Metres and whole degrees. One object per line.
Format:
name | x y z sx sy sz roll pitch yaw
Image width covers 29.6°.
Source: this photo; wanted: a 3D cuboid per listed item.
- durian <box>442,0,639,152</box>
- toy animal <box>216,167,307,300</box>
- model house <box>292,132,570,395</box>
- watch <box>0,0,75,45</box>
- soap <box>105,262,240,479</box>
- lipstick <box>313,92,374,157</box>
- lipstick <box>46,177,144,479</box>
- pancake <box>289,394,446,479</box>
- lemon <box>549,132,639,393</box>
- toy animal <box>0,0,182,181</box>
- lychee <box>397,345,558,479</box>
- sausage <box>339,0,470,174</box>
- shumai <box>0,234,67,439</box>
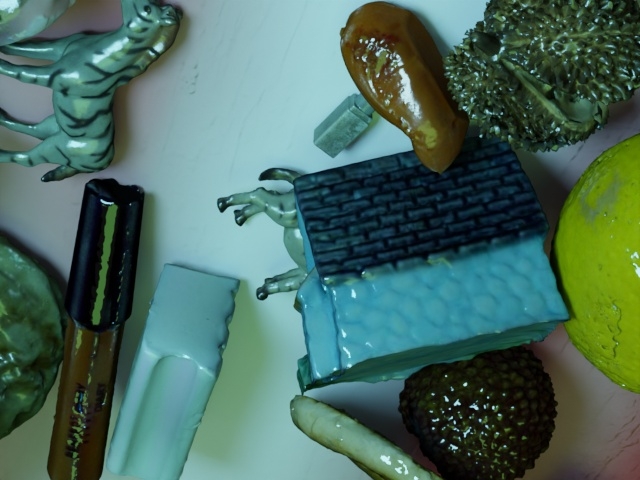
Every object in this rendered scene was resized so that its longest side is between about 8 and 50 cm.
durian | 0.203 -0.166 1.104 0.196 0.167 0.196 -20 140 -18
toy animal | 0.000 0.004 1.347 0.176 0.073 0.217 -18 122 13
model house | 0.084 0.016 1.251 0.261 0.241 0.226 -12 171 -6
watch | -0.322 -0.302 1.071 0.253 0.161 0.241 -10 121 14
soap | -0.183 0.174 1.444 0.095 0.172 0.289 17 131 -6
lipstick | 0.046 -0.139 1.243 0.030 0.030 0.129 36 120 -22
lipstick | -0.265 0.126 1.409 0.077 0.077 0.418 11 114 -3
pancake | 0.097 0.291 1.451 0.065 0.356 0.356 -48 118 -7
lemon | 0.356 0.015 1.189 0.258 0.257 0.310 6 144 1
toy animal | -0.262 -0.164 1.221 0.170 0.089 0.255 22 132 -17
lychee | 0.192 0.201 1.427 0.188 0.188 0.188 3 131 4
sausage | 0.085 -0.149 1.169 0.089 0.089 0.179 -31 95 28
shumai | -0.497 0.178 1.385 0.398 0.323 0.324 -16 128 17
